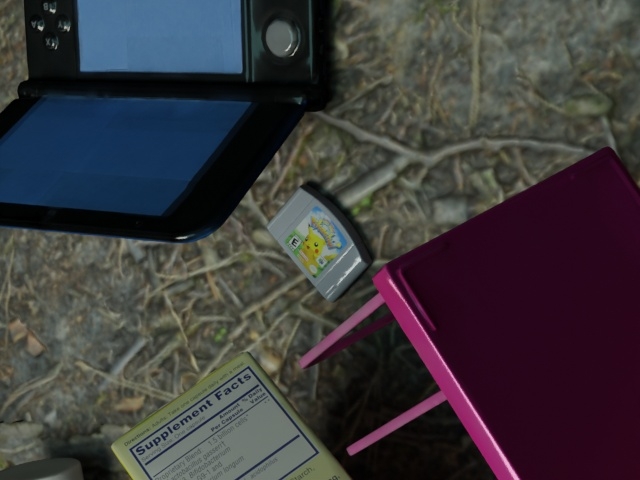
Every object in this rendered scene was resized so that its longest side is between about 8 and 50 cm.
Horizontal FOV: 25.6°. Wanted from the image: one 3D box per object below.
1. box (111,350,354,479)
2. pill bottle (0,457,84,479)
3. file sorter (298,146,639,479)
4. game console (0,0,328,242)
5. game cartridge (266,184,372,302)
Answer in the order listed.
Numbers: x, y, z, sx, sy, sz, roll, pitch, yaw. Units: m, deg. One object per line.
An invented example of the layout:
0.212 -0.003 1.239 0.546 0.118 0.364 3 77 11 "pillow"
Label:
-0.011 0.239 0.977 0.243 0.117 0.214 47 165 37 "box"
-0.233 0.305 1.230 0.117 0.117 0.215 -6 96 33 "pill bottle"
0.151 0.133 0.890 0.291 0.202 0.182 58 146 9 "file sorter"
-0.159 -0.143 1.064 0.293 0.173 0.250 5 102 31 "game console"
0.000 0.000 1.087 0.083 0.017 0.056 49 116 14 "game cartridge"
